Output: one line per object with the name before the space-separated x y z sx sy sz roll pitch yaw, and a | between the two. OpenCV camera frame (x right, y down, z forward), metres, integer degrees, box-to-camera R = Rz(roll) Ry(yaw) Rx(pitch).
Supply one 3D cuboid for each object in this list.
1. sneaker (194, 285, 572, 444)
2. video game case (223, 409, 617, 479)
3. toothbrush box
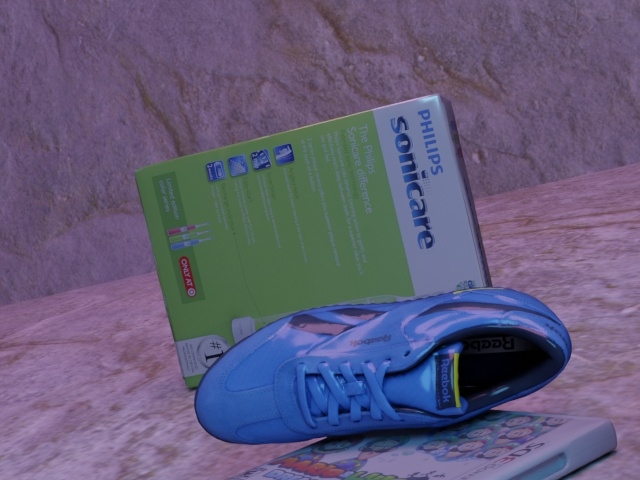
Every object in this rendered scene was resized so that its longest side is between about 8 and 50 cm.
sneaker | 0.030 0.071 0.564 0.209 0.069 0.082 -12 7 2
video game case | 0.044 0.115 0.530 0.143 0.019 0.157 -16 4 -35
toothbrush box | 0.000 0.000 0.953 0.283 0.206 0.122 -13 3 13
